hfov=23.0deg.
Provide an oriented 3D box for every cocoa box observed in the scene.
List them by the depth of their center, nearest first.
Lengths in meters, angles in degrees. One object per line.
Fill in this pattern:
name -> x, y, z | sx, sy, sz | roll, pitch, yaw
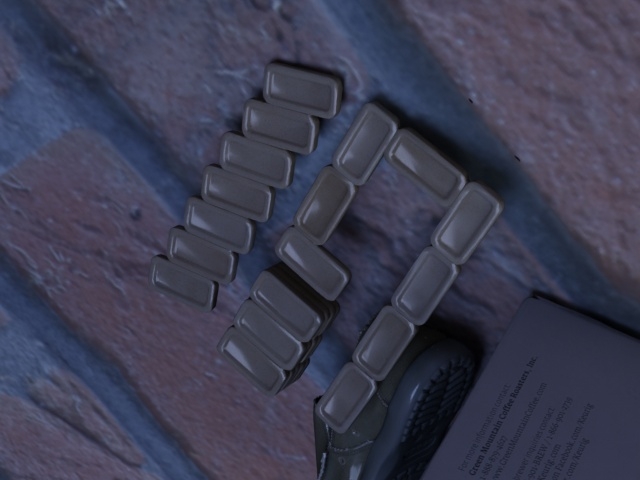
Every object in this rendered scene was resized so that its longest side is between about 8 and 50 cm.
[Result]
cocoa box -> 0.154, 0.255, 1.016 | 0.231, 0.347, 0.228 | 23, 135, 14

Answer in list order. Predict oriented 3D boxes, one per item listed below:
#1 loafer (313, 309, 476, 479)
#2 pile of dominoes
loafer -> 0.040, 0.148, 1.202 | 0.087, 0.094, 0.251 | 46, 132, 27
pile of dominoes -> 0.000, 0.000, 1.114 | 0.196, 0.040, 0.251 | 41, 123, 12
